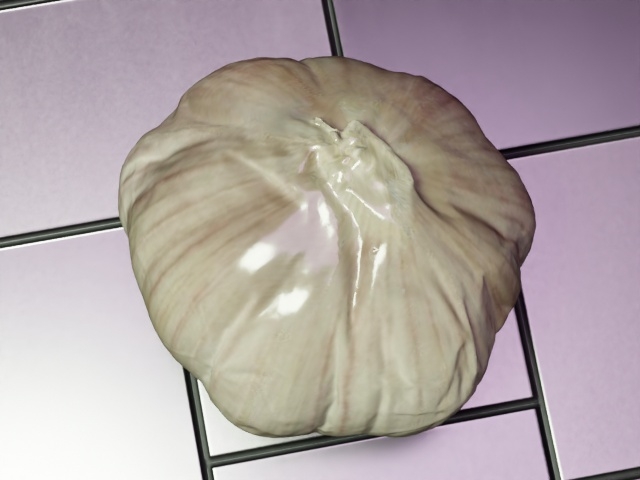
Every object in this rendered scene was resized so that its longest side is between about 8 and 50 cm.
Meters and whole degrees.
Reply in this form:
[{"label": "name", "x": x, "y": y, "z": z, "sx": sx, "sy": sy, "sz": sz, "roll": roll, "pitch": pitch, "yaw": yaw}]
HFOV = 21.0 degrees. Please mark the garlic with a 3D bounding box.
[{"label": "garlic", "x": 0.000, "y": 0.000, "z": 1.277, "sx": 0.317, "sy": 0.259, "sz": 0.317, "roll": 7, "pitch": 64, "yaw": -14}]
